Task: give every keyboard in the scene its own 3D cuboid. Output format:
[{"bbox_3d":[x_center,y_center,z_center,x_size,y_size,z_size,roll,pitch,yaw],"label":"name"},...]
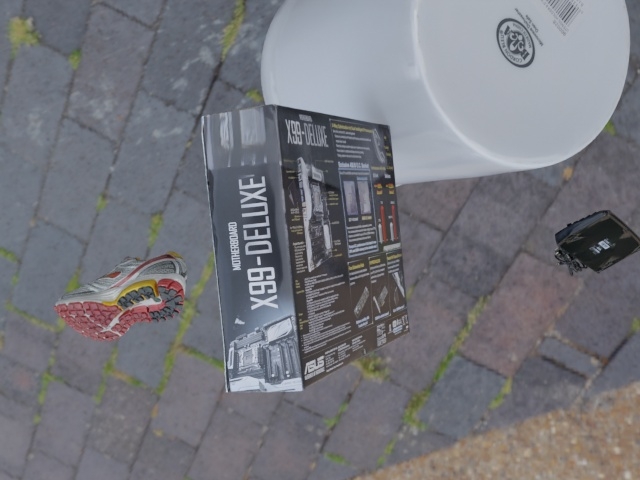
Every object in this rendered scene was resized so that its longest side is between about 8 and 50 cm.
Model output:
[{"bbox_3d":[0.336,-0.002,1.096,0.100,0.192,0.038,-33,61,21],"label":"keyboard"}]

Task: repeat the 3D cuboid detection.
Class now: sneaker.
[{"bbox_3d":[-0.279,0.078,1.240,0.225,0.093,0.088,-14,131,23],"label":"sneaker"}]

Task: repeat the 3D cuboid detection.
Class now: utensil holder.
[{"bbox_3d":[0.143,-0.231,1.122,0.328,0.327,0.385,58,160,-16],"label":"utensil holder"}]

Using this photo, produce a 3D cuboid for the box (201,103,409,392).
[{"bbox_3d":[0.000,0.000,0.869,0.076,0.307,0.243,-5,92,23],"label":"box"}]
